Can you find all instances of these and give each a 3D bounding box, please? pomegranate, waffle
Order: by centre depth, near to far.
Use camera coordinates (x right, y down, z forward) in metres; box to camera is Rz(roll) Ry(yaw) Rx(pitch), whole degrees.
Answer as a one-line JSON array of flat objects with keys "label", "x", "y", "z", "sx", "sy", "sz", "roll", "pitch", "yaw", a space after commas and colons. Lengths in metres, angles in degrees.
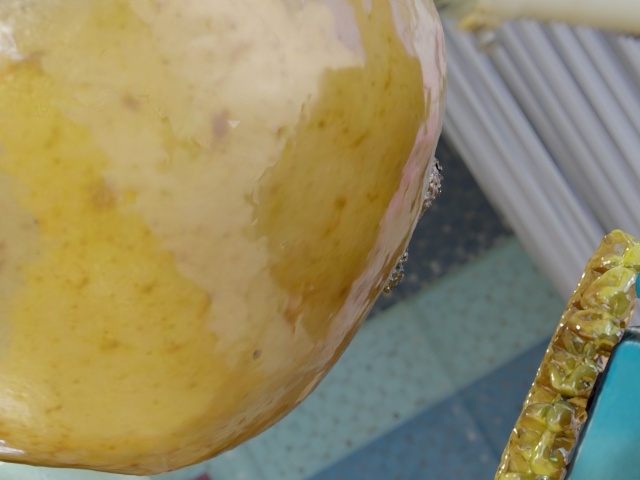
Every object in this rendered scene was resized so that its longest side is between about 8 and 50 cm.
[{"label": "pomegranate", "x": -0.094, "y": -0.053, "z": 0.781, "sx": 0.307, "sy": 0.307, "sz": 0.307, "roll": -28, "pitch": -14, "yaw": -8}, {"label": "waffle", "x": 0.139, "y": 0.082, "z": 1.128, "sx": 0.191, "sy": 0.038, "sz": 0.191, "roll": 23, "pitch": -90, "yaw": -82}]

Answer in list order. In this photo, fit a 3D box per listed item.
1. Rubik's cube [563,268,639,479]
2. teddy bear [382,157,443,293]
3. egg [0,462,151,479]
[{"label": "Rubik's cube", "x": 0.313, "y": 0.059, "z": 0.834, "sx": 0.293, "sy": 0.283, "sz": 0.288, "roll": 22, "pitch": -7, "yaw": -23}, {"label": "teddy bear", "x": 0.007, "y": 0.004, "z": 1.046, "sx": 0.160, "sy": 0.078, "sz": 0.119, "roll": -38, "pitch": -31, "yaw": -6}, {"label": "egg", "x": -0.216, "y": 0.183, "z": 1.226, "sx": 0.203, "sy": 0.203, "sz": 0.282, "roll": -38, "pitch": -35, "yaw": 27}]
